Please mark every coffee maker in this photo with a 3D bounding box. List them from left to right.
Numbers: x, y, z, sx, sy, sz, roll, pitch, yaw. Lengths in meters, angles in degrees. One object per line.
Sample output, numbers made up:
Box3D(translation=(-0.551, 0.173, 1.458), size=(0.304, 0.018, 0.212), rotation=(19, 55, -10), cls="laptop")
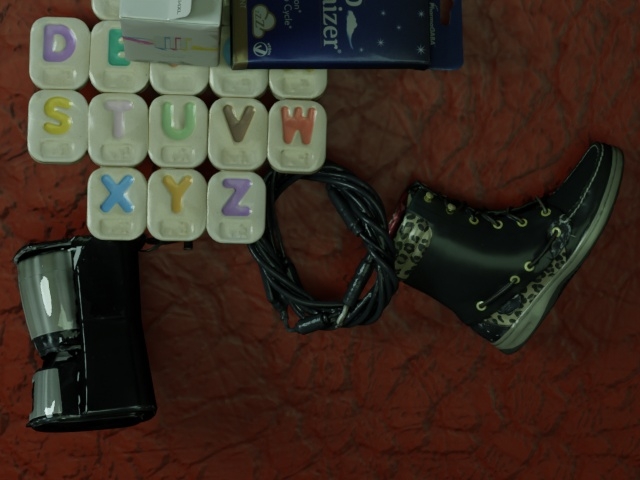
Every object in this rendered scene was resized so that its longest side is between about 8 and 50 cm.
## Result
Box3D(translation=(-0.204, 0.088, 1.450), size=(0.171, 0.120, 0.178), rotation=(-12, 78, 10), cls="coffee maker")

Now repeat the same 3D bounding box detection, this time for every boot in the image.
Box3D(translation=(0.176, -0.022, 1.495), size=(0.178, 0.085, 0.236), rotation=(28, 102, -8), cls="boot")

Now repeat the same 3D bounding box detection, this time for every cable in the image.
Box3D(translation=(0.000, 0.000, 1.482), size=(0.150, 0.047, 0.184), rotation=(-9, 95, 30), cls="cable")

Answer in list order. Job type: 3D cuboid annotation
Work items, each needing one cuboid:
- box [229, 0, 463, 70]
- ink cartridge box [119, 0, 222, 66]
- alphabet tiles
Box3D(translation=(0.027, -0.230, 1.426), size=(0.225, 0.036, 0.136), rotation=(-1, 84, -8), cls="box")
Box3D(translation=(-0.132, -0.222, 1.353), size=(0.090, 0.143, 0.092), rotation=(3, 79, -4), cls="ink cartridge box")
Box3D(translation=(-0.134, -0.137, 1.430), size=(0.284, 0.021, 0.278), rotation=(2, 86, -4), cls="alphabet tiles")
